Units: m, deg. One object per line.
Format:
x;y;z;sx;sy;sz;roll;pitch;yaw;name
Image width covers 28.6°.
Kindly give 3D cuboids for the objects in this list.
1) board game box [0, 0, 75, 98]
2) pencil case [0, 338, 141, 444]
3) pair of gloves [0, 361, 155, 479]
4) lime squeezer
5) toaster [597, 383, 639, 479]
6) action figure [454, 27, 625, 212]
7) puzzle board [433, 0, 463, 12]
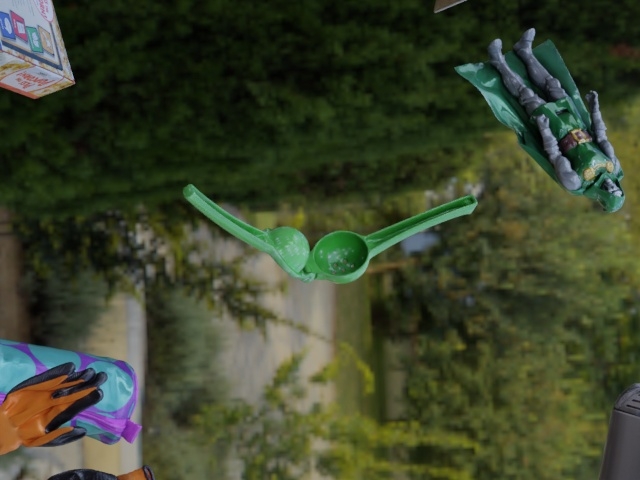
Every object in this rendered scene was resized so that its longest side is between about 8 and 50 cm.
-0.277;-0.205;1.019;0.193;0.045;0.147;16;57;-74;board game box
-0.201;0.104;0.865;0.070;0.151;0.064;43;-68;48;pencil case
-0.118;0.102;0.582;0.083;0.074;0.010;63;14;2;pair of gloves
0.000;0.000;1.190;0.110;0.310;0.059;-46;-130;49;lime squeezer
0.279;0.177;0.835;0.227;0.129;0.146;7;-88;64;toaster
0.264;-0.127;1.378;0.232;0.137;0.063;60;-23;21;action figure
0.214;-0.387;1.803;0.011;0.096;0.128;41;49;-32;puzzle board
